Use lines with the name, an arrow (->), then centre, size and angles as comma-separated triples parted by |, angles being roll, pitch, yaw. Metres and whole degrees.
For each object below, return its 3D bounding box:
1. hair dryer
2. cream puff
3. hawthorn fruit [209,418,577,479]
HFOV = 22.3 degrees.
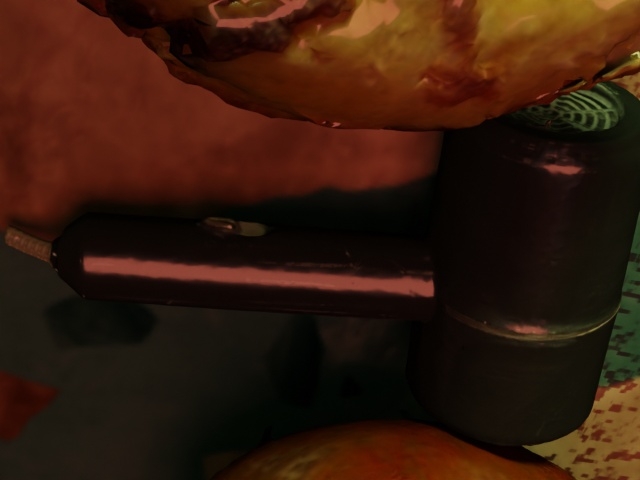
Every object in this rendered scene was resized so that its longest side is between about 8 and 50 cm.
hair dryer -> 0.000, 0.000, 0.568 | 0.219, 0.071, 0.124 | 3, 120, -3
cream puff -> 0.023, -0.144, 0.417 | 0.240, 0.164, 0.240 | -13, 137, -12
hawthorn fruit -> 0.048, 0.150, 0.606 | 0.202, 0.185, 0.185 | -6, 125, -32
